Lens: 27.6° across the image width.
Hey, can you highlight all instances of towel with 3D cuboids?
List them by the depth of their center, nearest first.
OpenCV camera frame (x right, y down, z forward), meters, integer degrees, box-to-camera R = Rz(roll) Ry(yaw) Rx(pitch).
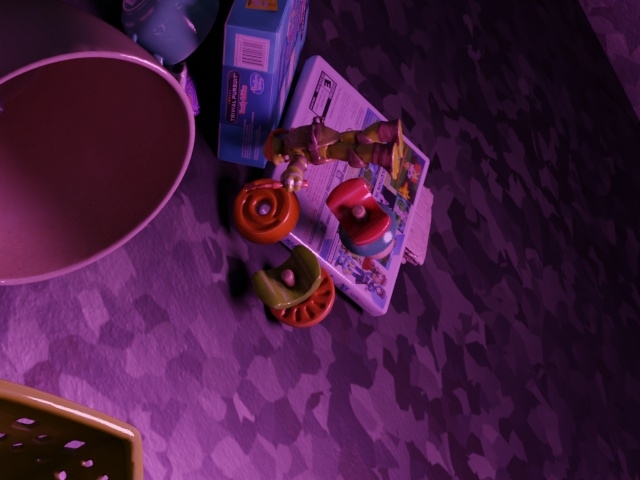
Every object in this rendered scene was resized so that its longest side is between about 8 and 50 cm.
[{"bbox_3d":[0.096,-0.094,2.269,0.282,0.049,0.187,45,37,-28],"label":"towel"}]

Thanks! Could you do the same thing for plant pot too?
[{"bbox_3d":[-0.323,0.285,1.263,0.227,0.207,0.228,30,47,-44],"label":"plant pot"}]

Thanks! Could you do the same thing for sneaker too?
[{"bbox_3d":[-0.201,-0.189,1.879,0.071,0.068,0.170,47,36,-37],"label":"sneaker"}]

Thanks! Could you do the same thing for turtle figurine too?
[{"bbox_3d":[0.008,-0.139,1.891,0.269,0.217,0.087,-63,150,-69],"label":"turtle figurine"}]

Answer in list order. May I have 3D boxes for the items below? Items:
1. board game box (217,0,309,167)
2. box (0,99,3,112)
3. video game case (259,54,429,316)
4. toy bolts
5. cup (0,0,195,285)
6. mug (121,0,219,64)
[{"bbox_3d":[-0.079,-0.317,1.988,0.254,0.079,0.336,98,4,-45],"label":"board game box"},{"bbox_3d":[-0.493,-0.206,1.203,0.179,0.343,0.312,10,63,-54],"label":"box"},{"bbox_3d":[0.040,-0.090,2.125,0.300,0.036,0.329,40,51,-30],"label":"video game case"},{"bbox_3d":[0.000,0.000,1.943,0.218,0.228,0.158,62,3,25],"label":"toy bolts"},{"bbox_3d":[-0.341,-0.148,1.461,0.331,0.331,0.237,14,32,-52],"label":"cup"},{"bbox_3d":[-0.225,-0.322,1.866,0.097,0.129,0.158,36,43,-34],"label":"mug"}]
